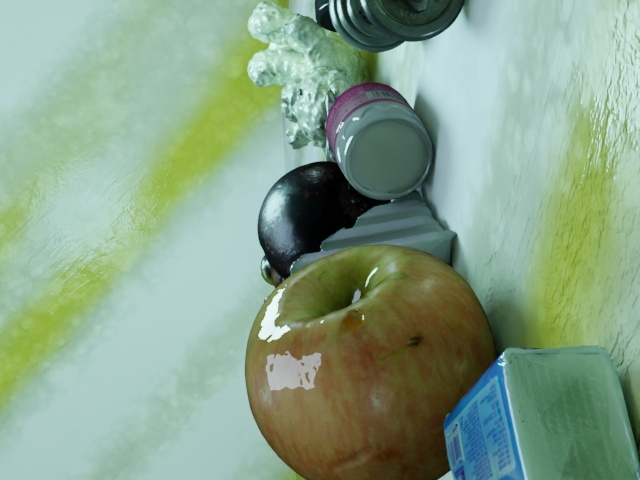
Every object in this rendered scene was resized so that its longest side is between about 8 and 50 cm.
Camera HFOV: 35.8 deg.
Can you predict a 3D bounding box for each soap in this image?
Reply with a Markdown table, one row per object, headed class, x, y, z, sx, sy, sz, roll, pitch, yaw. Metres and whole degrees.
| class | x | y | z | sx | sy | sz | roll | pitch | yaw |
| --- | --- | --- | --- | --- | --- | --- | --- | --- | --- |
| soap | 0.071 | 0.035 | 1.780 | 0.258 | 0.302 | 0.159 | -110 | 13 | -62 |

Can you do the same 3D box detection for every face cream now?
| class | x | y | z | sx | sy | sz | roll | pitch | yaw |
| --- | --- | --- | --- | --- | --- | --- | --- | --- | --- |
| face cream | 0.108 | -0.187 | 1.850 | 0.195 | 0.175 | 0.175 | -107 | 18 | -63 |

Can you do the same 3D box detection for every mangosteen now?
| class | x | y | z | sx | sy | sz | roll | pitch | yaw |
| --- | --- | --- | --- | --- | --- | --- | --- | --- | --- |
| mangosteen | 0.014 | -0.005 | 1.990 | 0.313 | 0.296 | 0.297 | 103 | 163 | -59 |

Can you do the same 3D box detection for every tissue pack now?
| class | x | y | z | sx | sy | sz | roll | pitch | yaw |
| --- | --- | --- | --- | --- | --- | --- | --- | --- | --- |
| tissue pack | 0.250 | 0.254 | 1.143 | 0.263 | 0.146 | 0.198 | 109 | 156 | -62 |

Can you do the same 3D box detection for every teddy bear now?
| class | x | y | z | sx | sy | sz | roll | pitch | yaw |
| --- | --- | --- | --- | --- | --- | --- | --- | --- | --- |
| teddy bear | -0.059 | -0.341 | 2.234 | 0.362 | 0.375 | 0.327 | -57 | -21 | -46 |

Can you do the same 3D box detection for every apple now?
| class | x | y | z | sx | sy | sz | roll | pitch | yaw |
| --- | --- | --- | --- | --- | --- | --- | --- | --- | --- |
| apple | 0.074 | 0.203 | 1.507 | 0.391 | 0.391 | 0.347 | -112 | 3 | -65 |

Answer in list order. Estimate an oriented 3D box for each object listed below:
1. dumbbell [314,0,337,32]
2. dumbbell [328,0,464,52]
| class | x | y | z | sx | sy | sz | roll | pitch | yaw |
| --- | --- | --- | --- | --- | --- | --- | --- | --- | --- |
| dumbbell | 0.059 | -0.577 | 2.150 | 0.152 | 0.152 | 0.218 | 119 | 149 | -72 |
| dumbbell | 0.124 | -0.419 | 1.702 | 0.406 | 0.179 | 0.179 | -145 | 54 | -79 |
